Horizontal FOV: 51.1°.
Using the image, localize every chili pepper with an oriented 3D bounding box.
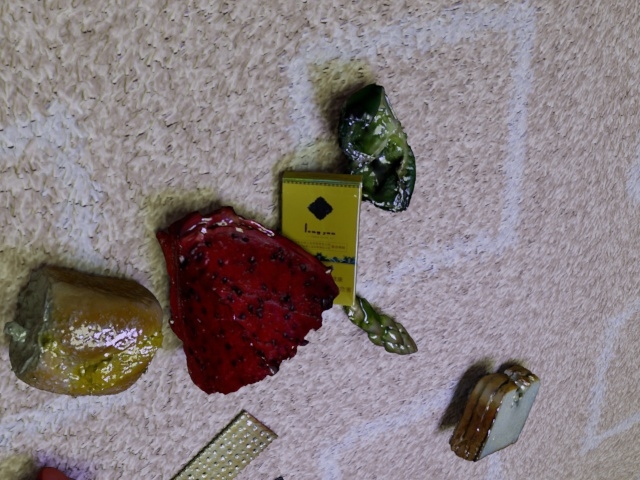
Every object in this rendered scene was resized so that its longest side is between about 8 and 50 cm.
[{"bbox_3d":[0.101,-0.174,1.314,0.148,0.116,0.264,-55,132,-32],"label":"chili pepper"}]

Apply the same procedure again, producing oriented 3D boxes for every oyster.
[{"bbox_3d":[0.446,0.420,1.891,0.100,0.037,0.098,-41,145,-29],"label":"oyster"}]

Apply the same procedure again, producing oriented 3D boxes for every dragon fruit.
[{"bbox_3d":[-0.170,0.085,1.286,0.329,0.228,0.286,51,47,-8],"label":"dragon fruit"}]

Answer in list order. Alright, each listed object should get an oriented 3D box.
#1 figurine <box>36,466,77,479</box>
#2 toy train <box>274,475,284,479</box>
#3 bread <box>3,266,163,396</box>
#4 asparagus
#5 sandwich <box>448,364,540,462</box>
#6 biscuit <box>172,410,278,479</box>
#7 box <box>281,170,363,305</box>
[{"bbox_3d":[-0.502,0.534,1.265,0.173,0.173,0.173,-15,121,-25],"label":"figurine"},{"bbox_3d":[-0.127,0.603,1.633,0.083,0.017,0.017,-20,121,-22],"label":"toy train"},{"bbox_3d":[-0.399,0.164,1.127,0.246,0.176,0.195,16,103,-37],"label":"bread"},{"bbox_3d":[0.144,0.210,1.559,0.287,0.080,0.080,35,93,-40],"label":"asparagus"},{"bbox_3d":[0.498,0.477,1.874,0.273,0.095,0.248,0,115,-48],"label":"sandwich"},{"bbox_3d":[-0.216,0.496,1.521,0.231,0.016,0.139,-44,129,-5],"label":"biscuit"},{"bbox_3d":[0.000,0.001,1.328,0.153,0.041,0.278,5,117,6],"label":"box"}]
